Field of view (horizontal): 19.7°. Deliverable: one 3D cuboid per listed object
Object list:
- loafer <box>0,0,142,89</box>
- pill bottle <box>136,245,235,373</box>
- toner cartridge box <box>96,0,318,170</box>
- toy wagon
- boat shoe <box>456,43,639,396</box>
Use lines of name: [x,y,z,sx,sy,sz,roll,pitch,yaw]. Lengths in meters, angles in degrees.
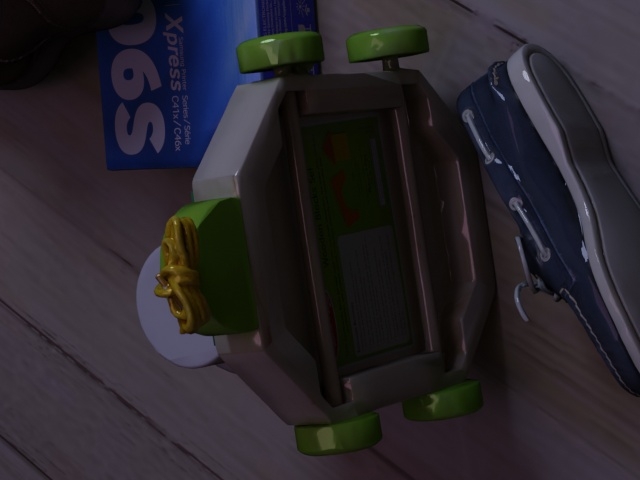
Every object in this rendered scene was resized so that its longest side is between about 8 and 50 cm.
loafer: [-0.258,-0.199,1.426,0.366,0.130,0.134,-18,80,61]
pill bottle: [-0.028,0.031,1.295,0.117,0.208,0.117,6,100,36]
toner cartridge box: [-0.093,-0.228,1.391,0.165,0.075,0.348,-1,96,36]
toy wagon: [0.000,0.000,1.185,0.068,0.344,0.267,-8,92,39]
boat shoe: [0.164,-0.006,1.220,0.079,0.095,0.254,-34,75,33]
